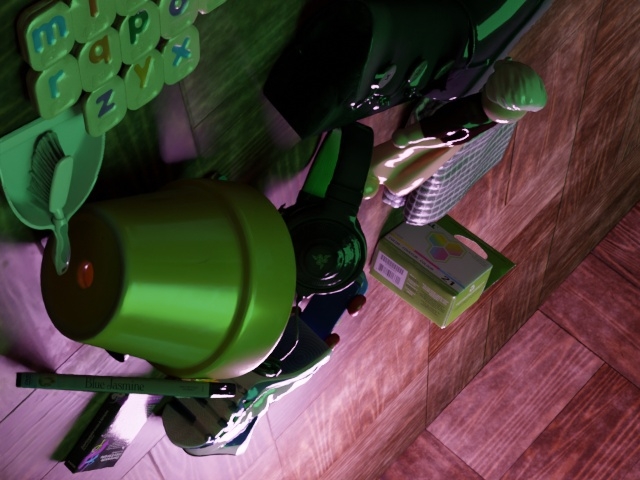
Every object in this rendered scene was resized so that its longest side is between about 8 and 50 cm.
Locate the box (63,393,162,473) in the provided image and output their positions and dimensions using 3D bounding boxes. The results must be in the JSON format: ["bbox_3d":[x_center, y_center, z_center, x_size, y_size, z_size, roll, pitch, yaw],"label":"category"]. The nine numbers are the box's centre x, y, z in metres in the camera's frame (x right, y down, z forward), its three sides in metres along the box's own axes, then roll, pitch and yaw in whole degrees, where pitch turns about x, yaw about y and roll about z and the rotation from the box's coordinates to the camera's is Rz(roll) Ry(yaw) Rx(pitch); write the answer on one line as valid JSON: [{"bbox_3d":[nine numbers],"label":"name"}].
[{"bbox_3d":[-0.317,0.288,2.129,0.162,0.029,0.116,-56,159,10],"label":"box"}]

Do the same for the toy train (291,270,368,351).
[{"bbox_3d":[-0.004,0.153,2.476,0.248,0.105,0.143,-57,172,16],"label":"toy train"}]

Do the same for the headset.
[{"bbox_3d":[-0.039,0.003,1.990,0.243,0.185,0.394,175,-67,-79],"label":"headset"}]

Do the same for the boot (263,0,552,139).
[{"bbox_3d":[0.149,-0.328,1.914,0.445,0.146,0.367,-14,137,-52],"label":"boot"}]

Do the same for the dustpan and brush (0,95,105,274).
[{"bbox_3d":[-0.298,-0.046,1.540,0.147,0.060,0.211,-34,154,-38],"label":"dustpan and brush"}]

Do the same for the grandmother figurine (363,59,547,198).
[{"bbox_3d":[0.197,-0.165,2.016,0.208,0.104,0.342,-33,-177,-43],"label":"grandmother figurine"}]

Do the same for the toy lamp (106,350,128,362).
[{"bbox_3d":[-0.194,0.056,1.917,0.274,0.080,0.080,-41,158,-24],"label":"toy lamp"}]

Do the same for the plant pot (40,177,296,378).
[{"bbox_3d":[-0.200,0.044,1.681,0.239,0.254,0.254,5,124,-47],"label":"plant pot"}]

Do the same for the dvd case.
[{"bbox_3d":[-0.249,0.189,1.795,0.180,0.253,0.022,43,49,-81],"label":"dvd case"}]

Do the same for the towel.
[{"bbox_3d":[0.249,-0.178,2.388,0.283,0.121,0.235,-37,157,-33],"label":"towel"}]

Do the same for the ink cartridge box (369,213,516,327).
[{"bbox_3d":[0.247,0.025,2.638,0.255,0.189,0.097,-36,154,-38],"label":"ink cartridge box"}]

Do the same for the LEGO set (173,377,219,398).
[{"bbox_3d":[-0.187,0.149,2.116,0.132,0.107,0.287,-12,158,-3],"label":"LEGO set"}]

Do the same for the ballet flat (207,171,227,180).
[{"bbox_3d":[-0.169,0.007,1.861,0.073,0.067,0.206,32,61,-59],"label":"ballet flat"}]

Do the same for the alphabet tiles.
[{"bbox_3d":[-0.198,-0.247,1.445,0.284,0.021,0.278,-39,152,-28],"label":"alphabet tiles"}]

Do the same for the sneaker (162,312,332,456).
[{"bbox_3d":[-0.135,0.265,2.367,0.315,0.127,0.182,-36,160,-18],"label":"sneaker"}]
